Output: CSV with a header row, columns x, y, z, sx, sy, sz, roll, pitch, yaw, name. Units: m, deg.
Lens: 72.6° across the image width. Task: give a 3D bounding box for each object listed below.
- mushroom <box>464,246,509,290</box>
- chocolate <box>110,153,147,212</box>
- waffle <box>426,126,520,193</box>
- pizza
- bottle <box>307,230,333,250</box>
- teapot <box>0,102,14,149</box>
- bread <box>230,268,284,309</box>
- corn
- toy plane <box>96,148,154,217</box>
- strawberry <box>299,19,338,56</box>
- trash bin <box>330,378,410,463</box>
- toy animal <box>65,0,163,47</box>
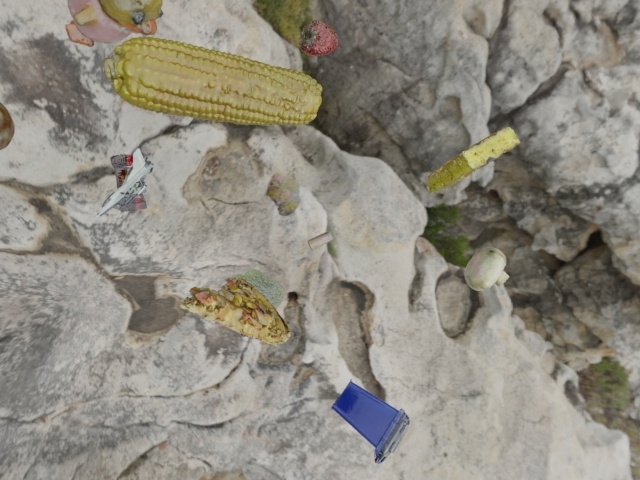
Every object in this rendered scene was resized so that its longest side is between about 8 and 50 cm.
x,y,z,sx,sy,sz,roll,pitch,yaw,name
0.292,0.053,0.764,0.067,0.084,0.083,40,63,12,mushroom
-0.586,-0.175,1.333,0.086,0.028,0.183,-12,115,-21,chocolate
0.341,-0.180,1.029,0.160,0.211,0.055,-31,88,-19,waffle
-0.223,0.153,1.135,0.287,0.251,0.074,28,98,-25,pizza
0.000,0.000,1.676,0.096,0.045,0.045,-26,97,2,bottle
-0.491,-0.168,0.611,0.098,0.129,0.078,18,55,-48,teapot
-0.239,0.199,1.537,0.207,0.056,0.287,42,33,-12,bread
-0.168,-0.263,0.746,0.362,0.120,0.121,0,84,-24,corn
-0.540,-0.147,1.233,0.082,0.160,0.234,26,105,-45,toy plane
-0.001,-0.474,1.026,0.096,0.083,0.083,-10,88,-28,strawberry
0.160,0.595,1.445,0.234,0.163,0.184,30,72,26,trash bin
-0.474,-0.562,1.023,0.195,0.281,0.169,-50,136,-42,toy animal
